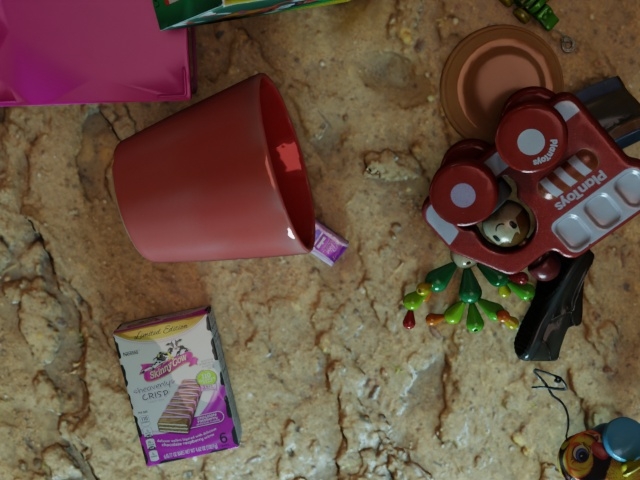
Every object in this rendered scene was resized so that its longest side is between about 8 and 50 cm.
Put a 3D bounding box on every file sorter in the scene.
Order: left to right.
[{"bbox_3d":[-0.332,-0.306,1.327,0.291,0.182,0.202,-2,100,-1],"label":"file sorter"}]

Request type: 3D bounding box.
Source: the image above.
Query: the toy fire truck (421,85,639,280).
[{"bbox_3d":[0.317,-0.070,1.350,0.302,0.169,0.254,-41,94,22],"label":"toy fire truck"}]

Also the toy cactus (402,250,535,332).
[{"bbox_3d":[0.236,0.061,1.453,0.219,0.112,0.180,-6,89,8],"label":"toy cactus"}]

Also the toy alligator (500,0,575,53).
[{"bbox_3d":[0.339,-0.365,1.406,0.190,0.051,0.056,42,96,-7],"label":"toy alligator"}]

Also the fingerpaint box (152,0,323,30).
[{"bbox_3d":[-0.089,-0.539,1.217,0.371,0.163,0.444,-22,102,-40],"label":"fingerpaint box"}]

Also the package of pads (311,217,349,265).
[{"bbox_3d":[0.000,0.000,1.461,0.083,0.032,0.050,35,99,-7],"label":"package of pads"}]

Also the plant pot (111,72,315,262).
[{"bbox_3d":[-0.160,-0.087,1.343,0.243,0.275,0.274,-14,99,11],"label":"plant pot"}]

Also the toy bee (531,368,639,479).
[{"bbox_3d":[0.456,0.364,1.469,0.298,0.195,0.162,24,72,28],"label":"toy bee"}]

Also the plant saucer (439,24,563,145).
[{"bbox_3d":[0.292,-0.244,1.431,0.200,0.037,0.199,0,98,-2],"label":"plant saucer"}]

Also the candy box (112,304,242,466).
[{"bbox_3d":[-0.232,0.237,1.471,0.159,0.071,0.233,-13,98,1],"label":"candy box"}]

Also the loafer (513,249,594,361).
[{"bbox_3d":[0.395,0.103,1.475,0.078,0.080,0.220,21,103,-15],"label":"loafer"}]

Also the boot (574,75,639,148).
[{"bbox_3d":[0.407,-0.179,1.441,0.219,0.082,0.106,-21,73,12],"label":"boot"}]
